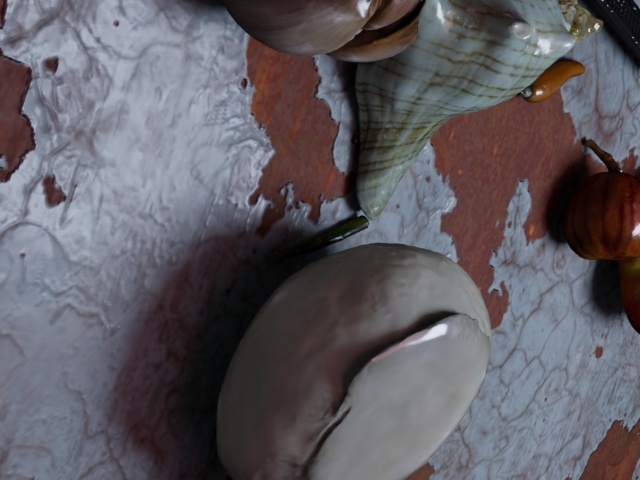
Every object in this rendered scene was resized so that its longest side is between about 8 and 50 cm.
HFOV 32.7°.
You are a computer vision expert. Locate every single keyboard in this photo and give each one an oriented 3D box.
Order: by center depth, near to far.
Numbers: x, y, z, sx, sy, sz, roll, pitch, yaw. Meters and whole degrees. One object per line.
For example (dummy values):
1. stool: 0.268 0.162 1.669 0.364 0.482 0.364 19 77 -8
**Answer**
1. keyboard: 0.375 -0.268 1.327 0.250 0.017 0.087 29 53 -48

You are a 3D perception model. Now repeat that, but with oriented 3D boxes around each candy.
1. candy: 0.030 0.125 1.025 0.295 0.185 0.295 -25 140 -23

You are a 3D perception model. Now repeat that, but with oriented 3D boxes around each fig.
1. fig: 0.363 -0.035 1.372 0.128 0.150 0.128 -5 138 -5

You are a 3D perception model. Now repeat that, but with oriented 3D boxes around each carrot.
1. carrot: 0.272 -0.188 1.265 0.142 0.035 0.035 -29 126 -41

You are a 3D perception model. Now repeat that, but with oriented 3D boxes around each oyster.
1. oyster: 0.248 -0.234 1.220 0.121 0.045 0.146 -55 140 0

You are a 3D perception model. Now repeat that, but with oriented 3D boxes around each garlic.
1. garlic: -0.009 -0.220 0.867 0.160 0.191 0.214 -21 137 -11

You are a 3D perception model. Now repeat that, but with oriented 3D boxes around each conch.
1. conch: 0.140 -0.192 1.023 0.203 0.169 0.386 20 91 -41

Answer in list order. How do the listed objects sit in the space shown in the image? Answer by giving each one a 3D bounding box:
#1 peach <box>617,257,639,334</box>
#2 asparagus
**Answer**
1. peach: 0.514 0.035 1.490 0.243 0.199 0.243 -33 138 -36
2. asparagus: 0.000 0.000 1.066 0.127 0.015 0.018 -23 113 -40
